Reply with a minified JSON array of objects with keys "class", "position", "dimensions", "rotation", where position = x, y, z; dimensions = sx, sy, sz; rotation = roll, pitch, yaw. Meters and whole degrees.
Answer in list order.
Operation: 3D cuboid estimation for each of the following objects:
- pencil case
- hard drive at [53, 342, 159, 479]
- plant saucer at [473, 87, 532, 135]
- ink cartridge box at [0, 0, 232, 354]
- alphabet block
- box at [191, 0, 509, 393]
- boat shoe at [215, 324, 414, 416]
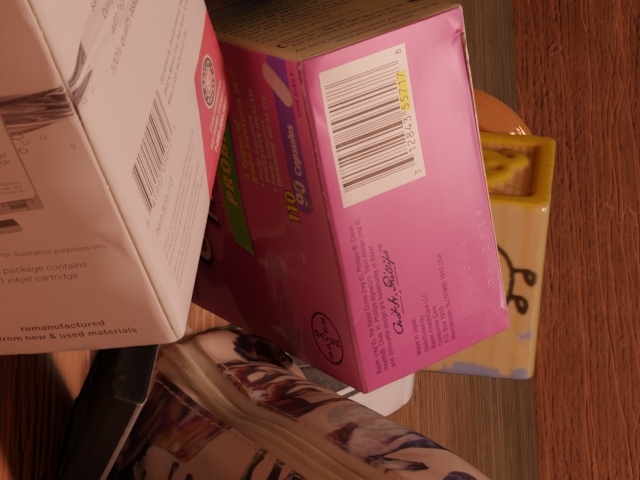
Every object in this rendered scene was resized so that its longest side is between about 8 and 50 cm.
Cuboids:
[{"class":"pencil case","position":[0.023,0.166,0.890],"dimensions":[0.410,0.160,0.183],"rotation":[23,-49,55]},{"class":"hard drive","position":[-0.115,0.087,0.901],"dimensions":[0.094,0.022,0.135],"rotation":[-82,-165,-44]},{"class":"plant saucer","position":[0.141,-0.072,1.818],"dimensions":[0.037,0.200,0.200],"rotation":[-56,139,-58]},{"class":"ink cartridge box","position":[-0.143,-0.113,0.818],"dimensions":[0.207,0.117,0.283],"rotation":[-82,161,-45]},{"class":"alphabet block","position":[0.139,0.008,1.717],"dimensions":[0.193,0.192,0.197],"rotation":[-73,165,-64]},{"class":"box","position":[-0.010,-0.049,1.076],"dimensions":[0.243,0.117,0.213],"rotation":[24,-50,55]},{"class":"boat shoe","position":[0.000,0.084,1.323],"dimensions":[0.335,0.121,0.119],"rotation":[-32,120,-73]}]
